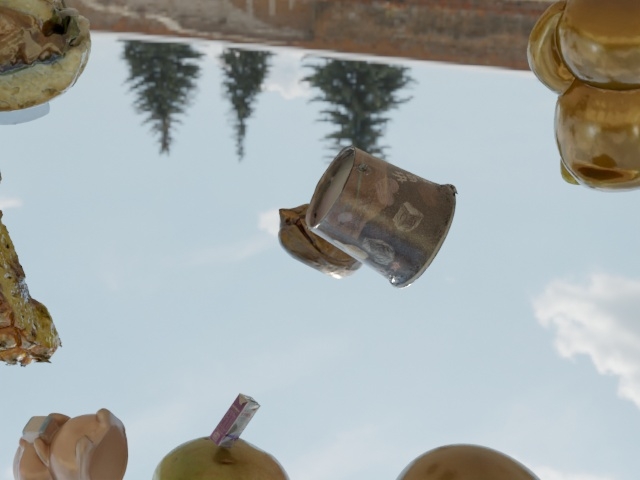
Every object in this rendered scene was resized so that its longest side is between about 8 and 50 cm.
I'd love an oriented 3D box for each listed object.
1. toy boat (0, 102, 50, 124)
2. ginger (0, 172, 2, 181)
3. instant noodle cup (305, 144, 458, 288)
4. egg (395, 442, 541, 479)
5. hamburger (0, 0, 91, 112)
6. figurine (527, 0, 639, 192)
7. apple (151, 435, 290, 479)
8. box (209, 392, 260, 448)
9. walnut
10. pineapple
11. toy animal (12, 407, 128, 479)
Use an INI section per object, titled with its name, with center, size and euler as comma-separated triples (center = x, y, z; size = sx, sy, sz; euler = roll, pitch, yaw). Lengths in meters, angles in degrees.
[toy boat]
center = -0.549, -0.252, 1.609
size = 0.096, 0.062, 0.299
euler = -40, -177, 7
[ginger]
center = -0.696, -0.137, 1.736
size = 0.157, 0.216, 0.102
euler = -16, -112, -9
[instant noodle cup]
center = 0.102, -0.051, 1.627
size = 0.207, 0.217, 0.217
euler = 27, -164, -15
[egg]
center = 0.300, 0.554, 1.765
size = 0.374, 0.301, 0.301
euler = 26, -172, -29
[hamburger]
center = -0.320, -0.210, 0.969
size = 0.155, 0.135, 0.207
euler = 2, -165, -10
[figurine]
center = 0.323, -0.157, 0.957
size = 0.215, 0.228, 0.215
euler = 2, -164, -1
[apple]
center = -0.226, 0.599, 1.960
size = 0.305, 0.338, 0.338
euler = 16, -163, -15
[box]
center = -0.180, 0.379, 1.897
size = 0.036, 0.117, 0.051
euler = 37, -176, 37
[walnut]
center = 0.000, 0.000, 1.904
size = 0.245, 0.137, 0.137
euler = 30, -173, -27
[pineapple]
center = -0.444, 0.078, 1.237
size = 0.079, 0.233, 0.135
euler = -27, -177, 16
[toy animal]
center = -0.519, 0.444, 1.830
size = 0.256, 0.213, 0.195
euler = -2, -140, 27
